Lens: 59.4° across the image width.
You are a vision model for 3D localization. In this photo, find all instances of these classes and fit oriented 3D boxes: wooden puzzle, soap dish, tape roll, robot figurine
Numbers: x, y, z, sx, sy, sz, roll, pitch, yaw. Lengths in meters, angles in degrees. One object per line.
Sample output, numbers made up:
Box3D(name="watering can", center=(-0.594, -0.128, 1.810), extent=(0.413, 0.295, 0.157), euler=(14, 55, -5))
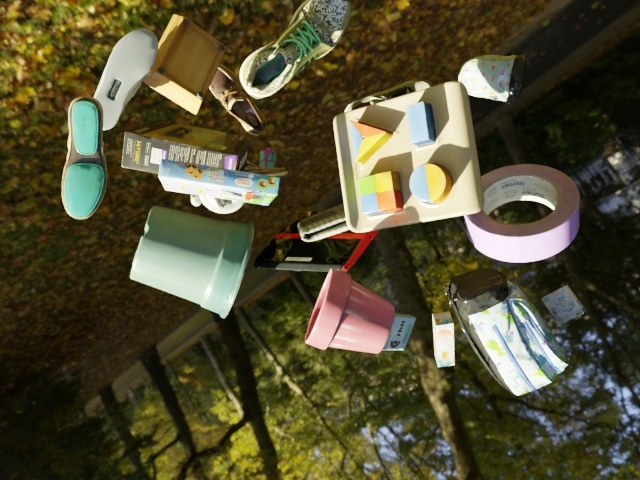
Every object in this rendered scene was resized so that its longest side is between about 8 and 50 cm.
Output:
Box3D(name="wooden puzzle", center=(0.202, -0.201, 1.383), extent=(0.347, 0.322, 0.080), euler=(-9, 175, 25))
Box3D(name="soap dish", center=(-0.483, -0.644, 2.038), extent=(0.118, 0.229, 0.291), euler=(-1, -116, 55))
Box3D(name="tape roll", center=(0.503, -0.074, 1.416), extent=(0.274, 0.275, 0.090), euler=(-31, 132, -9))
Box3D(name="robot figurine", center=(-0.389, -0.226, 2.261), extent=(0.299, 0.200, 0.353), euler=(-23, -163, -1))

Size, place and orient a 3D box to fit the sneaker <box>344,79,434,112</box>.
Box3D(name="sneaker", center=(0.201, -0.389, 1.615), extent=(0.271, 0.100, 0.108), euler=(-19, -173, 5))

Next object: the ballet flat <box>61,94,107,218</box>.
Box3D(name="ballet flat", center=(-0.599, -0.214, 1.443), extent=(0.107, 0.316, 0.106), euler=(8, -164, -22))

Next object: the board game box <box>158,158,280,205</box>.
Box3D(name="board game box", center=(-0.193, -0.108, 1.072), extent=(0.211, 0.039, 0.160), euler=(9, 175, -11))

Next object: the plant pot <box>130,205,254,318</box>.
Box3D(name="plant pot", center=(-0.433, 0.051, 1.871), extent=(0.341, 0.334, 0.341), euler=(-162, -90, -74))

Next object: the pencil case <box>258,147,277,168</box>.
Box3D(name="pencil case", center=(-0.194, -0.249, 2.007), extent=(0.064, 0.152, 0.070), euler=(5, 165, 2))

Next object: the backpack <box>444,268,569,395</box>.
Box3D(name="backpack", center=(0.531, 0.263, 1.594), extent=(0.273, 0.356, 0.290), euler=(-17, -175, 8))

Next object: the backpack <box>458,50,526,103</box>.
Box3D(name="backpack", center=(0.504, -0.487, 1.661), extent=(0.182, 0.152, 0.115), euler=(11, -163, 20))

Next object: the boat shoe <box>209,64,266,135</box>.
Box3D(name="boat shoe", center=(-0.339, -0.567, 2.249), extent=(0.123, 0.342, 0.123), euler=(-36, -167, 1))

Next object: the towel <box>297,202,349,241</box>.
Box3D(name="towel", center=(0.089, -0.076, 1.692), extent=(0.324, 0.056, 0.312), euler=(-21, -172, -2))

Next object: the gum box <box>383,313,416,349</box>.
Box3D(name="gum box", center=(0.321, 0.393, 2.417), extent=(0.184, 0.041, 0.157), euler=(11, 100, -46))

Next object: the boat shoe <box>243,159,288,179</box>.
Box3D(name="boat shoe", center=(-0.223, -0.221, 1.827), extent=(0.257, 0.095, 0.095), euler=(-16, 177, -35))

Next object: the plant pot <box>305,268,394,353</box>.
Box3D(name="plant pot", center=(0.078, 0.190, 1.395), extent=(0.201, 0.180, 0.201), euler=(-160, -90, -88))

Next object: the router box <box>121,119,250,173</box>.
Box3D(name="router box", center=(-0.303, -0.213, 1.333), extent=(0.309, 0.242, 0.081), euler=(-97, -161, -73))

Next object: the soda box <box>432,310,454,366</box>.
Box3D(name="soda box", center=(0.394, 0.316, 1.793), extent=(0.058, 0.183, 0.063), euler=(-8, -148, 5))

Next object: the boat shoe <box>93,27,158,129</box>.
Box3D(name="boat shoe", center=(-0.667, -0.545, 1.902), extent=(0.367, 0.135, 0.156), euler=(-62, -155, 6))

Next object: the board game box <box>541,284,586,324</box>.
Box3D(name="board game box", center=(0.697, 0.185, 1.611), extent=(0.020, 0.090, 0.090), euler=(-24, 166, -40))

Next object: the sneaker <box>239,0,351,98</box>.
Box3D(name="sneaker", center=(-0.068, -0.552, 1.623), extent=(0.410, 0.158, 0.182), euler=(-41, -159, 15))

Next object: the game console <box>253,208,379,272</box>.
Box3D(name="game console", center=(0.000, 0.000, 1.943), extent=(0.386, 0.060, 0.342), euler=(0, -143, 34))
